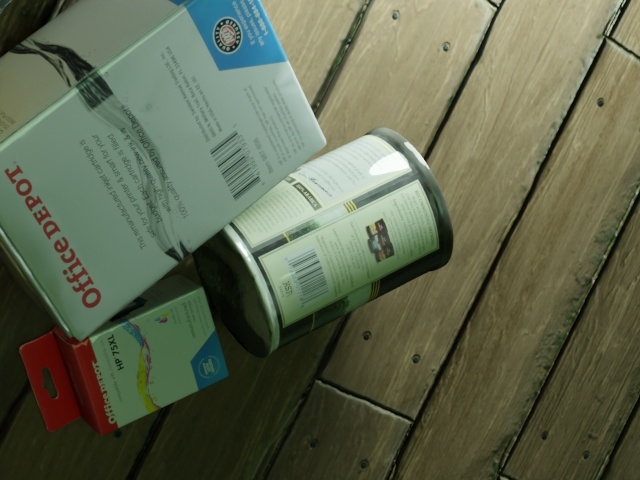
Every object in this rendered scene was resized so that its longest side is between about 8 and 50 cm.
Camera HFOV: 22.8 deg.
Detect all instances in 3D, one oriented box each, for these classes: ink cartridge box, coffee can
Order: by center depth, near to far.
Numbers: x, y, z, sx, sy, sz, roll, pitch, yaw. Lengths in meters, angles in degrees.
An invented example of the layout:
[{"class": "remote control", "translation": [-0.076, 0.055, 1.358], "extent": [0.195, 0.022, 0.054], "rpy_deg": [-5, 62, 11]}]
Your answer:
[{"class": "ink cartridge box", "translation": [-0.228, -0.122, 1.851], "extent": [0.395, 0.166, 0.285], "rpy_deg": [-39, 131, -16]}, {"class": "ink cartridge box", "translation": [-0.245, 0.150, 1.994], "extent": [0.231, 0.078, 0.134], "rpy_deg": [-25, 114, -22]}, {"class": "coffee can", "translation": [0.000, 0.000, 2.022], "extent": [0.275, 0.201, 0.201], "rpy_deg": [-26, 115, -21]}]

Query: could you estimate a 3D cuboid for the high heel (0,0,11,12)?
[{"class": "high heel", "translation": [-0.326, -0.265, 1.826], "extent": [0.186, 0.093, 0.261], "rpy_deg": [27, 84, -31]}]
